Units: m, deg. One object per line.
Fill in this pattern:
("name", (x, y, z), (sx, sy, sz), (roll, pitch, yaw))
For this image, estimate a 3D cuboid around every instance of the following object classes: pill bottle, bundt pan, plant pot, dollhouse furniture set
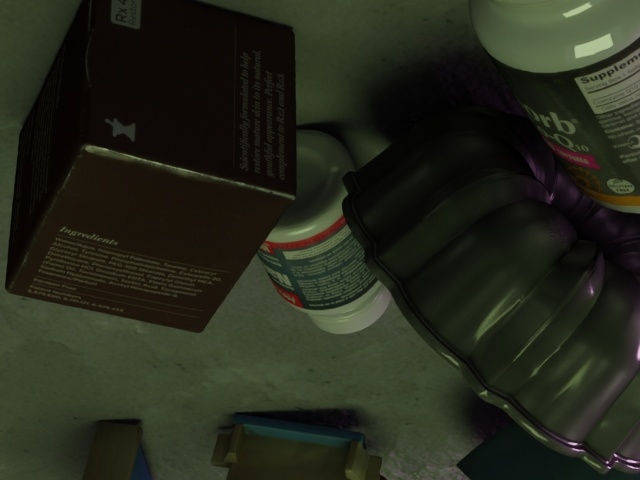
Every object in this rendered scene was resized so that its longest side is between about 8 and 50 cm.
("pill bottle", (0.000, 0.000, 1.579), (0.108, 0.108, 0.180), (-10, 143, 13))
("bundt pan", (0.179, 0.019, 1.458), (0.331, 0.331, 0.124), (29, 114, -35))
("plant pot", (0.305, 0.257, 1.841), (0.195, 0.290, 0.290), (-44, 136, -1))
("pill bottle", (0.200, -0.154, 1.326), (0.162, 0.162, 0.278), (-17, 141, 21))
("dollhouse furniture set", (-0.094, 0.349, 1.909), (0.303, 0.286, 0.198), (5, 145, 11))

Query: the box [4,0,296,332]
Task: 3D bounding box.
("box", (-0.132, -0.060, 1.442), (0.167, 0.168, 0.203), (14, 142, -19))
